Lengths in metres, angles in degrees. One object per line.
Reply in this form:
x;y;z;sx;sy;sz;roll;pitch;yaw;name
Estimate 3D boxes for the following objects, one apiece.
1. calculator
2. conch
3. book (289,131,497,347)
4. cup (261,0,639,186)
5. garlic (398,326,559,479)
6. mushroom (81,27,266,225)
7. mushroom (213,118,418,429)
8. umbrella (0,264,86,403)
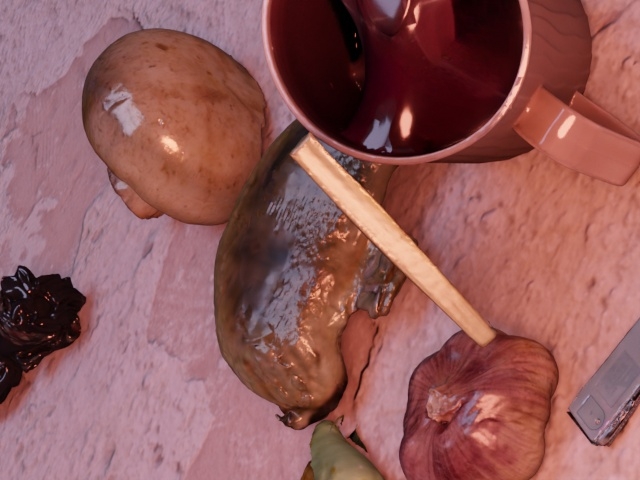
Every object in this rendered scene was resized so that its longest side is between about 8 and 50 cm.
0.257;0.085;1.313;0.172;0.018;0.057;-56;36;14;calculator
0.010;0.228;1.516;0.106;0.079;0.170;-50;21;12;conch
0.052;-0.005;1.383;0.025;0.215;0.282;-44;5;1;book
0.130;-0.162;1.393;0.288;0.273;0.208;7;94;22;cup
0.125;0.143;1.382;0.159;0.102;0.147;-59;33;8;garlic
-0.188;-0.131;1.896;0.195;0.189;0.253;-44;36;24;mushroom
-0.001;-0.002;1.618;0.247;0.130;0.344;28;94;60;mushroom
-0.398;0.134;2.094;0.272;0.122;0.110;-38;-1;40;umbrella
